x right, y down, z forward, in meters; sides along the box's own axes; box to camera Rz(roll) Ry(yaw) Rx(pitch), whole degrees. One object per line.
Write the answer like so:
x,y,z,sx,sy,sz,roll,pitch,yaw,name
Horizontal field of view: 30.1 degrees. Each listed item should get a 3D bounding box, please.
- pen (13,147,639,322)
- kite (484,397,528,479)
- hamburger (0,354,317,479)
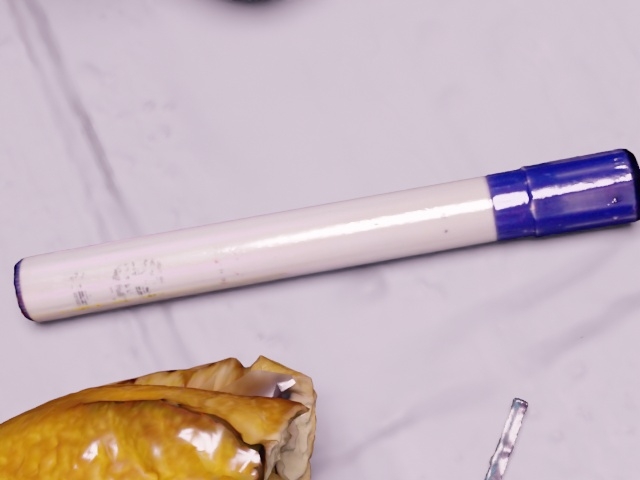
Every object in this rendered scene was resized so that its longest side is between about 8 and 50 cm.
0.000,0.000,0.507,0.269,0.033,0.033,-11,72,5,pen
0.114,0.160,0.453,0.183,0.010,0.160,25,81,18,kite
-0.100,0.162,0.417,0.156,0.144,0.283,15,74,22,hamburger
